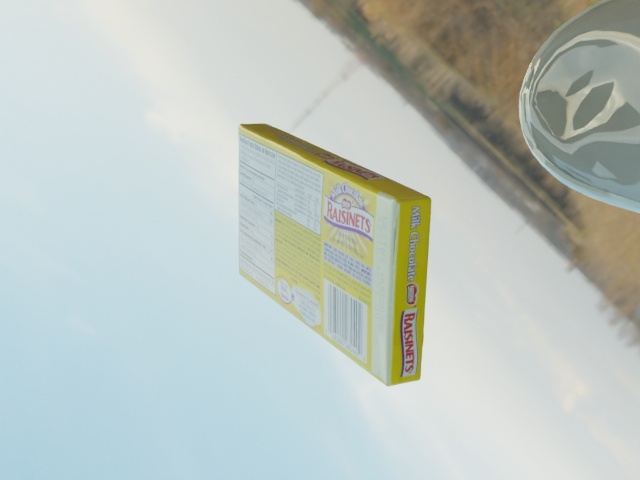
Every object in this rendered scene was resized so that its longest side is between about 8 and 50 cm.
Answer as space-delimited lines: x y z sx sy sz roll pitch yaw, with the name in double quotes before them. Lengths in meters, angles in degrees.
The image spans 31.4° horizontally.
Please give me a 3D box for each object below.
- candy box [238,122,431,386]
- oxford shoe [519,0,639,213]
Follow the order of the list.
"candy box" 0.000 0.000 0.676 0.027 0.105 0.206 -5 -162 -26
"oxford shoe" 0.299 -0.087 0.557 0.449 0.169 0.130 5 176 36
